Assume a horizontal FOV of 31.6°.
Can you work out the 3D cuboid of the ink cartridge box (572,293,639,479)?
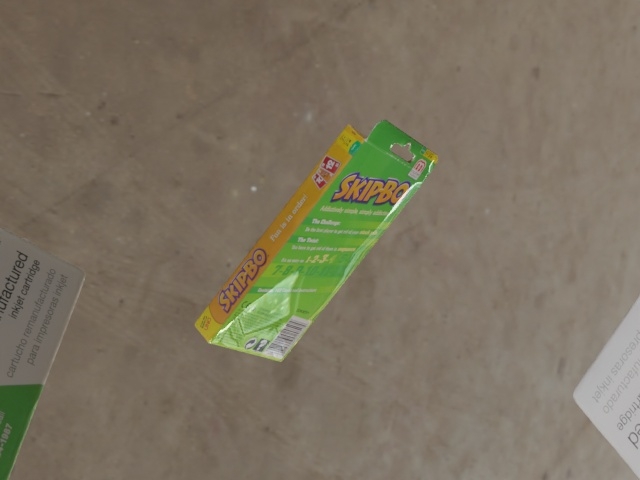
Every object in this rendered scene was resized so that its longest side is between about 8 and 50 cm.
[{"bbox_3d":[0.284,0.096,0.522,0.117,0.283,0.207,2,127,-37],"label":"ink cartridge box"}]

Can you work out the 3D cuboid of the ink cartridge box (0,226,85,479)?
[{"bbox_3d":[-0.328,0.056,0.725,0.289,0.121,0.211,31,47,-21],"label":"ink cartridge box"}]

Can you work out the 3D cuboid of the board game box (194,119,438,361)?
[{"bbox_3d":[0.000,0.000,1.068,0.259,0.039,0.124,-50,147,11],"label":"board game box"}]
